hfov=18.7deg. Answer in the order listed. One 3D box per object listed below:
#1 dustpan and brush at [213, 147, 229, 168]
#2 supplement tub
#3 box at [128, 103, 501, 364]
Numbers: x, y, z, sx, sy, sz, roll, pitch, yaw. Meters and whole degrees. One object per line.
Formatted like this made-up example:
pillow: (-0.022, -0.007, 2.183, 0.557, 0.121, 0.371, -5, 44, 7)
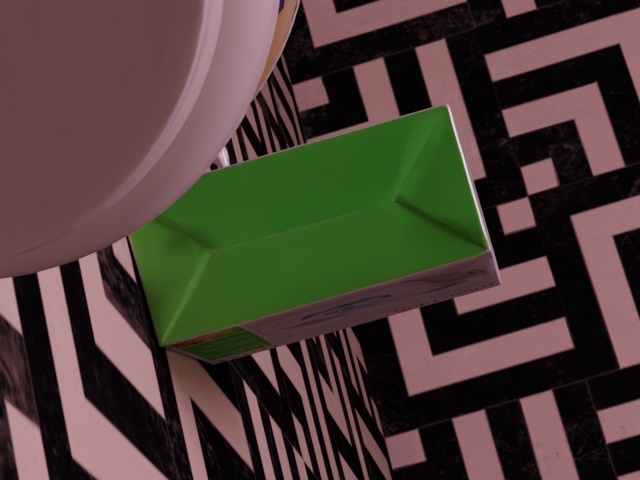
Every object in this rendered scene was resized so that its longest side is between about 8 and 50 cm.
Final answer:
dustpan and brush: (-0.133, -0.147, 1.721, 0.147, 0.060, 0.211, 45, 28, -80)
supplement tub: (-0.124, -0.111, 0.749, 0.316, 0.228, 0.228, -81, 153, -79)
box: (0.000, 0.000, 1.553, 0.231, 0.262, 0.126, 51, 23, -79)
